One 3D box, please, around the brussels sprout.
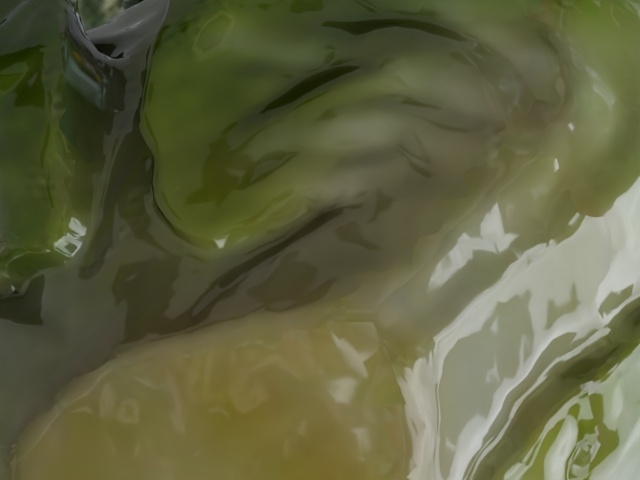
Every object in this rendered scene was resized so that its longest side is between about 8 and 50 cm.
[{"bbox_3d":[-0.001,0.002,0.476,0.260,0.227,0.294,-17,-155,16],"label":"brussels sprout"}]
